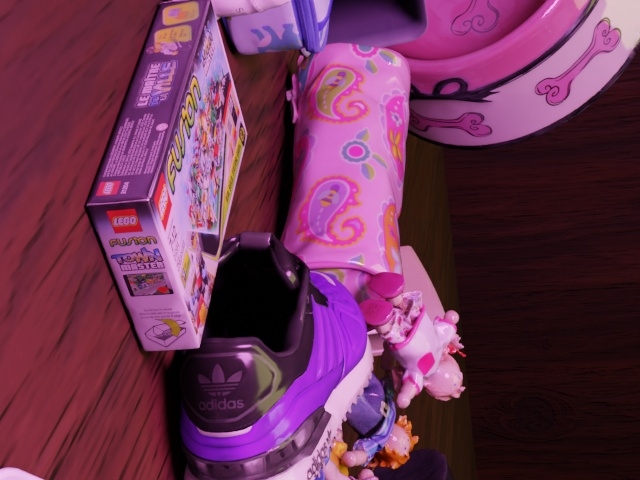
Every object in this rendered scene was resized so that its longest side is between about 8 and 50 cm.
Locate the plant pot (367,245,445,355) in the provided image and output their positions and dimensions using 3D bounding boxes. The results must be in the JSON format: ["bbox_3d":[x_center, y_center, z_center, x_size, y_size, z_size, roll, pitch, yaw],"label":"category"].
[{"bbox_3d":[0.066,0.065,1.305,0.109,0.109,0.096,109,-27,-69],"label":"plant pot"}]

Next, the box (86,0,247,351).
[{"bbox_3d":[-0.087,-0.046,0.739,0.207,0.036,0.114,-82,164,-47],"label":"box"}]

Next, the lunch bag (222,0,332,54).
[{"bbox_3d":[-0.034,-0.267,0.977,0.176,0.090,0.219,78,14,-49],"label":"lunch bag"}]

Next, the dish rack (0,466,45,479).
[{"bbox_3d":[-0.080,0.270,0.573,0.333,0.072,0.286,59,29,-66],"label":"dish rack"}]

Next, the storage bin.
[{"bbox_3d":[0.038,-0.253,1.268,0.098,0.135,0.091,75,5,-46],"label":"storage bin"}]

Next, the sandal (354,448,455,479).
[{"bbox_3d":[0.048,0.288,1.101,0.446,0.167,0.107,-85,150,-76],"label":"sandal"}]

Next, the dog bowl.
[{"bbox_3d":[0.198,-0.326,1.492,0.150,0.408,0.408,34,49,-52],"label":"dog bowl"}]

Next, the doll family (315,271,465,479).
[{"bbox_3d":[0.027,0.158,1.000,0.163,0.118,0.263,55,48,-36],"label":"doll family"}]

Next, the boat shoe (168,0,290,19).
[{"bbox_3d":[-0.068,-0.275,0.762,0.098,0.096,0.277,-78,161,-56],"label":"boat shoe"}]

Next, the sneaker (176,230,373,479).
[{"bbox_3d":[-0.029,0.054,0.836,0.293,0.102,0.146,-67,151,-68],"label":"sneaker"}]

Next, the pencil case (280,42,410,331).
[{"bbox_3d":[0.021,-0.055,1.112,0.124,0.124,0.284,72,17,-52],"label":"pencil case"}]
